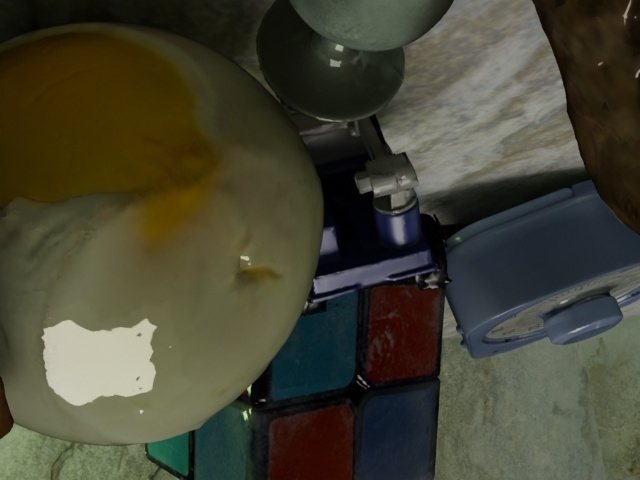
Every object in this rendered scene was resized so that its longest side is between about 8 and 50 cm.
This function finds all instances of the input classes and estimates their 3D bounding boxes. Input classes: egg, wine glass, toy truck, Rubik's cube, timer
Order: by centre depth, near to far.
[{"bbox_3d":[0.031,-0.157,0.400,0.103,0.103,0.231,-3,162,-13],"label":"wine glass"},{"bbox_3d":[-0.161,-0.009,0.551,0.345,0.283,0.283,14,-177,43],"label":"egg"},{"bbox_3d":[0.018,-0.044,0.680,0.161,0.213,0.177,-15,130,-6],"label":"toy truck"},{"bbox_3d":[-0.043,0.177,1.078,0.313,0.318,0.316,0,-177,-37],"label":"Rubik's cube"},{"bbox_3d":[0.372,0.054,1.133,0.395,0.173,0.395,-16,159,-6],"label":"timer"}]

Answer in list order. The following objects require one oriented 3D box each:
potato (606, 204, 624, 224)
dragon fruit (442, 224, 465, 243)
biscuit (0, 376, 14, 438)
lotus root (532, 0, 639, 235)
[{"bbox_3d":[0.364,-0.079,0.784,0.154,0.137,0.200,-15,162,32],"label":"potato"},{"bbox_3d":[0.182,0.025,1.270,0.162,0.083,0.106,-6,169,-8],"label":"dragon fruit"},{"bbox_3d":[-0.292,-0.024,0.407,0.359,0.359,0.046,-22,-167,48],"label":"biscuit"},{"bbox_3d":[0.234,-0.093,0.287,0.250,0.316,0.316,-11,170,-24],"label":"lotus root"}]
